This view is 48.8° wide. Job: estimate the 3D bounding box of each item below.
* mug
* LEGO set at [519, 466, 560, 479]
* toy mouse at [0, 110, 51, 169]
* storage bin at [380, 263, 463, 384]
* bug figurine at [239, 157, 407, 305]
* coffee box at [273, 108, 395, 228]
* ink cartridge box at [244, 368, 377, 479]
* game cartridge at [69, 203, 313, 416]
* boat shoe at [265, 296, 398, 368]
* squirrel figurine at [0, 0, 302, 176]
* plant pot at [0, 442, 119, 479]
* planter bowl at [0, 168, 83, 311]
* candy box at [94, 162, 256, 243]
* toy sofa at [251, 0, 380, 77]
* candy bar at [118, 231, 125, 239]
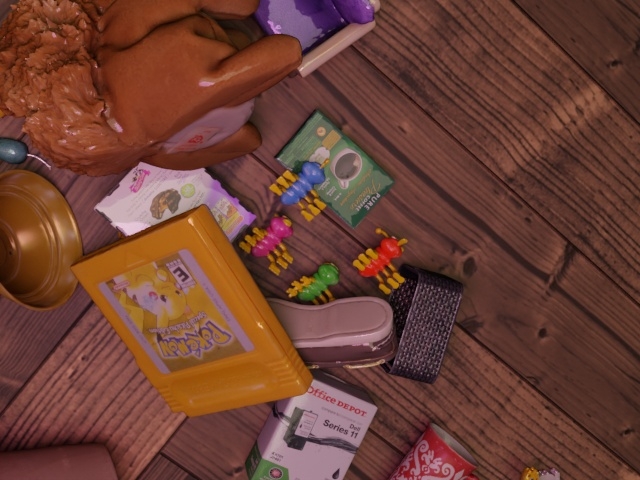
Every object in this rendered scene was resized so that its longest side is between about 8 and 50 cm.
[{"bbox_3d":[0.197,0.438,1.254,0.150,0.113,0.169,41,93,20],"label":"mug"},{"bbox_3d":[0.359,0.460,1.305,0.227,0.087,0.093,-6,98,-10],"label":"LEGO set"},{"bbox_3d":[-0.471,-0.171,1.109,0.161,0.031,0.143,-32,101,-5],"label":"toy mouse"},{"bbox_3d":[0.166,0.141,1.214,0.084,0.122,0.180,16,94,-11],"label":"storage bin"},{"bbox_3d":[0.000,0.000,1.166,0.216,0.072,0.279,-39,114,18],"label":"bug figurine"},{"bbox_3d":[0.024,-0.119,1.199,0.184,0.040,0.113,40,90,-12],"label":"coffee box"},{"bbox_3d":[-0.016,0.337,1.223,0.153,0.087,0.208,25,91,-13],"label":"ink cartridge box"},{"bbox_3d":[-0.202,0.127,1.090,0.285,0.052,0.323,-20,108,33],"label":"game cartridge"},{"bbox_3d":[-0.035,0.159,1.159,0.324,0.116,0.096,-5,130,15],"label":"boat shoe"},{"bbox_3d":[-0.276,-0.291,0.983,0.397,0.281,0.370,-22,79,-17],"label":"squirrel figurine"},{"bbox_3d":[-0.434,0.421,1.100,0.229,0.263,0.263,-15,100,-26],"label":"plant pot"},{"bbox_3d":[-0.465,0.007,1.068,0.090,0.217,0.217,-12,100,19],"label":"planter bowl"},{"bbox_3d":[-0.231,-0.043,1.134,0.196,0.070,0.165,43,82,-8],"label":"candy box"},{"bbox_3d":[-0.074,-0.439,1.075,0.150,0.177,0.362,-36,102,-5],"label":"toy sofa"},{"bbox_3d":[-0.255,-0.002,1.176,0.161,0.018,0.040,3,96,-11],"label":"candy bar"}]
